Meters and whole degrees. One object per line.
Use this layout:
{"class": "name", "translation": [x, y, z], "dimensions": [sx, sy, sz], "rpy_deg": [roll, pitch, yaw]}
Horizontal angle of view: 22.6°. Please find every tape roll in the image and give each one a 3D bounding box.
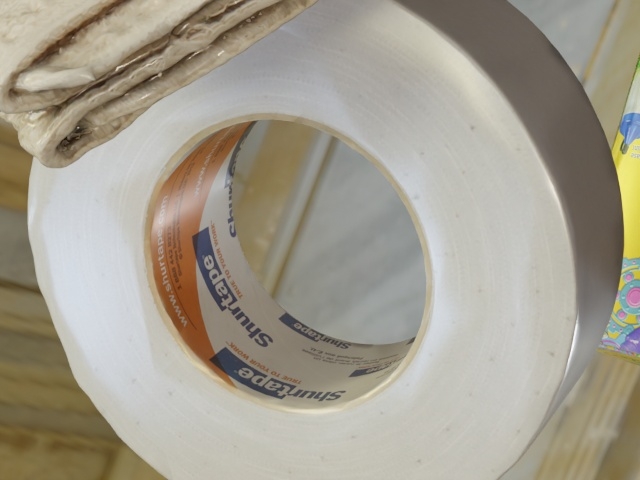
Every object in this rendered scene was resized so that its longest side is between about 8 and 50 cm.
{"class": "tape roll", "translation": [0.000, 0.000, 0.608], "dimensions": [0.219, 0.219, 0.072], "rpy_deg": [24, -155, 15]}

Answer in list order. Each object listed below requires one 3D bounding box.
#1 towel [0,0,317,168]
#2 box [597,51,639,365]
{"class": "towel", "translation": [-0.073, -0.146, 0.572], "dimensions": [0.282, 0.187, 0.049], "rpy_deg": [47, 169, 49]}
{"class": "box", "translation": [0.322, -0.033, 0.841], "dimensions": [0.290, 0.279, 0.177], "rpy_deg": [16, 177, 40]}
